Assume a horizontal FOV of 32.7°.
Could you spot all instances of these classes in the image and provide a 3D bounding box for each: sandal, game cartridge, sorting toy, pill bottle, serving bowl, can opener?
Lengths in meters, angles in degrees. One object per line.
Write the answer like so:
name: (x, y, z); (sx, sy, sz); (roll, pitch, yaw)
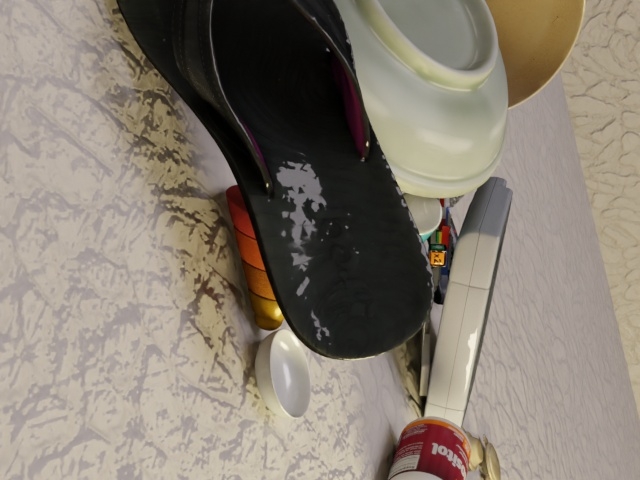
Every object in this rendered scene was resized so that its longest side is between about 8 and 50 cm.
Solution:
sandal: (-0.027, -0.118, 0.877); (0.445, 0.167, 0.107); (62, -14, 1)
game cartridge: (0.184, 0.089, 1.366); (0.198, 0.062, 0.297); (-51, 152, -58)
sorting toy: (0.000, 0.000, 1.108); (0.365, 0.127, 0.126); (-32, 136, -69)
pill bottle: (0.116, 0.271, 1.204); (0.152, 0.086, 0.086); (-63, 135, -58)
serving bowl: (-0.038, 0.124, 0.997); (0.083, 0.027, 0.083); (-13, 90, -67)
can opener: (0.168, -0.003, 1.517); (0.073, 0.059, 0.186); (6, 73, -67)

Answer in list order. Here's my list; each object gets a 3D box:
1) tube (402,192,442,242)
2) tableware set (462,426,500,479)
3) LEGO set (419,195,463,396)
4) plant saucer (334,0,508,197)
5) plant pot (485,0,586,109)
tube: (0.094, -0.008, 1.283); (0.207, 0.052, 0.080); (119, -32, -75)
tableware set: (0.229, 0.344, 1.520); (0.141, 0.020, 0.168); (50, 33, -51)
LEGO set: (0.149, 0.053, 1.339); (0.244, 0.060, 0.182); (86, 7, -51)
plant saucer: (0.088, -0.242, 1.200); (0.400, 0.100, 0.400); (24, 48, -30)
plant pot: (0.230, -0.359, 1.652); (0.191, 0.284, 0.284); (49, -5, 49)
